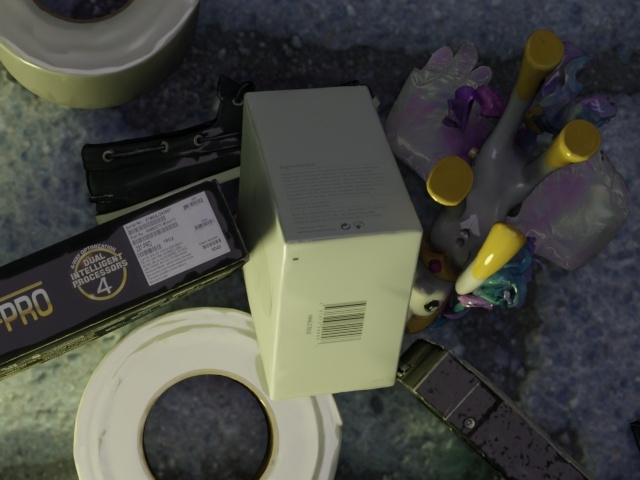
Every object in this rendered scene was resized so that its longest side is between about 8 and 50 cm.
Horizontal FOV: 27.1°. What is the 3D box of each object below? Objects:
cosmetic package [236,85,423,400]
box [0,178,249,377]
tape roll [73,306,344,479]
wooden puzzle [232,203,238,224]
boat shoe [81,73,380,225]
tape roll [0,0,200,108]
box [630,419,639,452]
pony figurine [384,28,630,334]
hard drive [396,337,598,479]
[{"bbox_3d":[0.000,0.000,1.344,0.138,0.224,0.224,-6,45,-13],"label":"cosmetic package"},{"bbox_3d":[-0.272,0.070,1.329,0.395,0.318,0.097,-24,87,-8],"label":"box"},{"bbox_3d":[-0.122,0.214,1.443,0.286,0.100,0.286,1,83,-7],"label":"tape roll"},{"bbox_3d":[-0.081,-0.019,1.518,0.083,0.006,0.049,33,81,-3],"label":"wooden puzzle"},{"bbox_3d":[-0.105,-0.124,1.466,0.340,0.127,0.113,-23,99,1],"label":"boat shoe"},{"bbox_3d":[-0.253,-0.277,1.441,0.246,0.169,0.246,1,84,-8],"label":"tape roll"},{"bbox_3d":[0.477,0.289,1.532,0.175,0.051,0.220,-18,87,-8],"label":"box"},{"bbox_3d":[0.184,-0.062,1.418,0.303,0.363,0.351,34,65,5],"label":"pony figurine"},{"bbox_3d":[0.224,0.239,1.411,0.339,0.237,0.064,42,87,0],"label":"hard drive"}]
